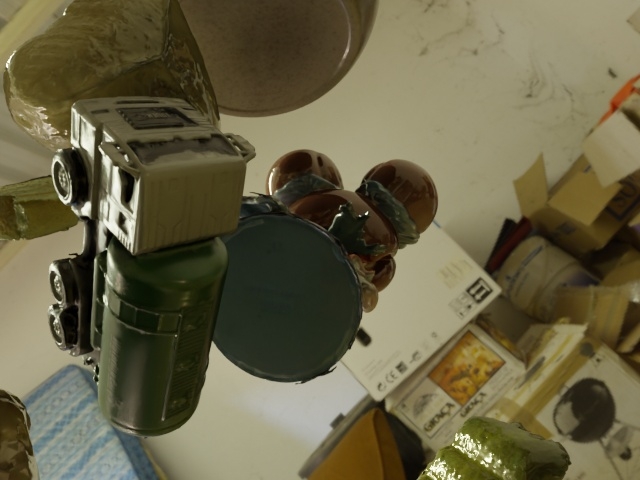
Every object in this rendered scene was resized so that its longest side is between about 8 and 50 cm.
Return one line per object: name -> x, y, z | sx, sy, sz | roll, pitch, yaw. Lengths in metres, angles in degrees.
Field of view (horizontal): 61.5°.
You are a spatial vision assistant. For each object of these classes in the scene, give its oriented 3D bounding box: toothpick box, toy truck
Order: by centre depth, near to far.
toy truck -> -0.125, 0.028, 0.391 | 0.101, 0.125, 0.242 | -14, -48, -42
toothpick box -> -0.120, -0.441, 0.835 | 0.409, 0.425, 0.409 | -9, -27, -4

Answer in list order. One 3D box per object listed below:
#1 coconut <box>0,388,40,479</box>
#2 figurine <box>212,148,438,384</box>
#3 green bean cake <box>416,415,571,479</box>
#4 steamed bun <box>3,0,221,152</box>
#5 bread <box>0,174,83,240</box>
coconut -> -0.284, 0.208, 0.221 | 0.360, 0.346, 0.346 | -59, -5, -24
figurine -> -0.001, 0.001, 0.738 | 0.388, 0.277, 0.248 | -25, -55, -71
green bean cake -> 0.175, 0.312, 0.517 | 0.233, 0.236, 0.124 | -44, 21, -10
steamed bun -> -0.191, -0.152, 0.545 | 0.110, 0.231, 0.212 | -1, 27, 44
bread -> -0.678, -0.080, 1.315 | 0.257, 0.186, 0.124 | -23, -58, -43
